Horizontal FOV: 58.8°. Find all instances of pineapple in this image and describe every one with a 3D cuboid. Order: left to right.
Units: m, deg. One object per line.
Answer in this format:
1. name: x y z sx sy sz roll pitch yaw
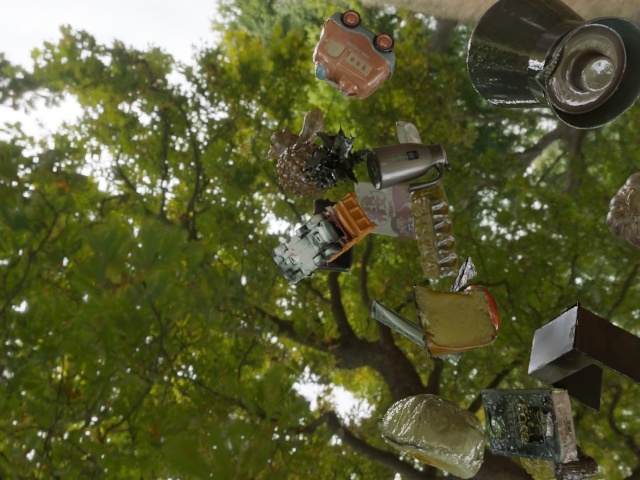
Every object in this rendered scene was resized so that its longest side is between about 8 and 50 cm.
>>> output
1. pineapple: 0.015 -0.194 1.400 0.166 0.165 0.365 9 174 -25

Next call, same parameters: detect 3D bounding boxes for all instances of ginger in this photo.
1. ginger: -0.076 -0.315 1.730 0.133 0.214 0.059 29 -162 0

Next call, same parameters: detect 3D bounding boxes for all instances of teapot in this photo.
1. teapot: 0.490 -0.365 1.159 0.300 0.253 0.344 -3 -152 -9

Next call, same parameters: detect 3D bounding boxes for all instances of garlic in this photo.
1. garlic: 0.949 -0.082 1.613 0.161 0.245 0.245 23 -158 -39

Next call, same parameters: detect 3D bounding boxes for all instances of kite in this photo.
1. kite: 0.543 0.142 2.166 0.016 0.321 0.233 28 -120 0

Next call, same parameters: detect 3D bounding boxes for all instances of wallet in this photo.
1. wallet: 0.041 -0.020 1.876 0.149 0.044 0.250 8 -107 -6

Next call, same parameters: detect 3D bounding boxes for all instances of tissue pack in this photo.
1. tissue pack: 0.526 0.465 1.447 0.073 0.236 0.173 2 -103 -30

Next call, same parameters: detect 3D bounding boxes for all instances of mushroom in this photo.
1. mushroom: 0.256 -0.265 1.636 0.071 0.209 0.084 -39 -127 -16

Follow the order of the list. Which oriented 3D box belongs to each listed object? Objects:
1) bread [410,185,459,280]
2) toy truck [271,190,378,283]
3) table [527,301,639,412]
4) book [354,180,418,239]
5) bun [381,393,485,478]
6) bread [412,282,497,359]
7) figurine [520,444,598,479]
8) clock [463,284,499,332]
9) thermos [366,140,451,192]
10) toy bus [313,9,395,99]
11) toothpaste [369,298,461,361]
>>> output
1. bread: 0.305 -0.025 1.526 0.098 0.269 0.087 -1 -161 37
2. toy truck: 0.000 0.000 1.330 0.135 0.270 0.114 -27 -98 -42
3. table: 0.902 0.397 1.911 0.282 0.250 0.196 28 -130 -1
4. book: 0.199 -0.096 1.743 0.232 0.162 0.022 10 -161 42
5. bun: 0.269 0.438 1.306 0.244 0.244 0.153 22 -109 -2
6. bread: 0.226 0.163 1.128 0.160 0.169 0.140 8 -117 -33
7. figurine: 0.715 0.664 1.729 0.168 0.187 0.315 24 171 15
8. clock: 0.562 0.259 2.007 0.051 0.205 0.205 -6 -143 -22
9. thermos: 0.227 -0.183 1.418 0.193 0.105 0.137 -13 -121 -12
10. toy bus: 0.100 -0.608 1.924 0.288 0.232 0.194 35 170 1
11. toothpaste: 0.243 0.240 1.480 0.268 0.047 0.069 28 170 25
